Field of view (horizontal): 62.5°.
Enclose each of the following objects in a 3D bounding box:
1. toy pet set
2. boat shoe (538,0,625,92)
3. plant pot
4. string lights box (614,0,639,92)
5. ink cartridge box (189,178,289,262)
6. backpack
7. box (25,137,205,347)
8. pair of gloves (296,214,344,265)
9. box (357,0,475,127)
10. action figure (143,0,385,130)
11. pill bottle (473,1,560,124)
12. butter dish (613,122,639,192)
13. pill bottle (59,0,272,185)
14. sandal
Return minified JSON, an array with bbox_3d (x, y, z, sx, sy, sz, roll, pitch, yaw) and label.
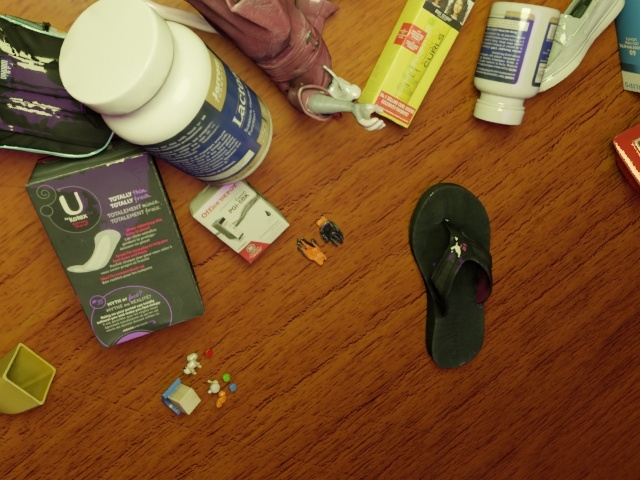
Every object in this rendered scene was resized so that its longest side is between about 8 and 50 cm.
[{"bbox_3d":[-0.241,0.278,1.012,0.114,0.065,0.122,-49,131,-35],"label":"toy pet set"},{"bbox_3d":[0.434,-0.368,0.930,0.081,0.079,0.227,39,91,-23],"label":"boat shoe"},{"bbox_3d":[-0.510,0.238,0.874,0.083,0.081,0.081,-30,121,10],"label":"plant pot"},{"bbox_3d":[0.621,-0.418,0.966,0.133,0.077,0.259,-30,121,-4],"label":"string lights box"},{"bbox_3d":[-0.136,-0.043,0.885,0.099,0.056,0.135,-45,121,5],"label":"ink cartridge box"},{"bbox_3d":[-0.357,-0.194,0.682,0.188,0.144,0.165,8,103,-21],"label":"backpack"},{"bbox_3d":[-0.297,-0.004,0.795,0.165,0.143,0.270,-18,118,-13],"label":"box"},{"bbox_3d":[0.000,0.000,0.981,0.083,0.010,0.074,-47,119,3],"label":"pair of gloves"},{"bbox_3d":[0.155,-0.310,0.861,0.087,0.058,0.232,21,106,-28],"label":"box"},{"bbox_3d":[-0.063,-0.268,0.731,0.276,0.248,0.370,-9,154,25],"label":"action figure"},{"bbox_3d":[0.324,-0.298,0.897,0.112,0.112,0.186,1,114,-20],"label":"pill bottle"},{"bbox_3d":[0.688,-0.163,1.094,0.160,0.118,0.159,-27,80,-4],"label":"butter dish"},{"bbox_3d":[-0.179,-0.175,0.664,0.153,0.153,0.265,-47,159,6],"label":"pill bottle"},{"bbox_3d":[0.289,0.091,1.070,0.168,0.107,0.445,-19,119,-10],"label":"sandal"}]
